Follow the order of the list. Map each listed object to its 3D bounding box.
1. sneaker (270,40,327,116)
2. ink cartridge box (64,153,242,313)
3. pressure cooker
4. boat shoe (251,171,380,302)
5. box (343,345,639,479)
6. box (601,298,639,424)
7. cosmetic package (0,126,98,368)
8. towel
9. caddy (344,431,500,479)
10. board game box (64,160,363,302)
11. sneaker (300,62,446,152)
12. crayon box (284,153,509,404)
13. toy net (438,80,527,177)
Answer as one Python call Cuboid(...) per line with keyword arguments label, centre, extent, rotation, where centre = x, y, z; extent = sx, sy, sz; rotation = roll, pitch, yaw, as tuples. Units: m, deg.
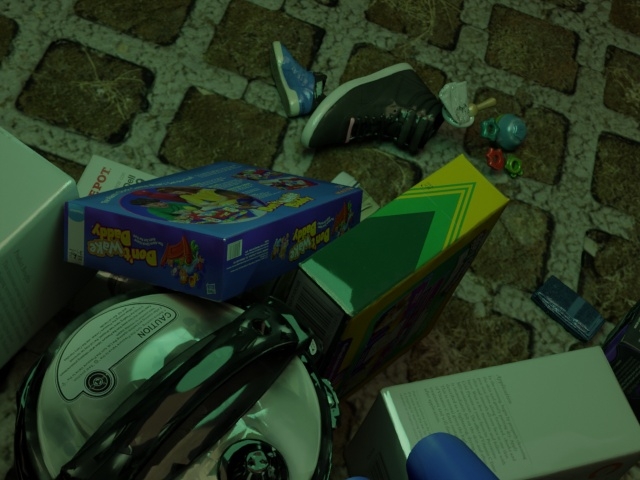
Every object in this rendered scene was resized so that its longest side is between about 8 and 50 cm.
Cuboid(label="sneaker", centre=(-0.035, -0.293, 1.929), extent=(0.085, 0.058, 0.152), rotation=(-11, 64, -16))
Cuboid(label="ink cartridge box", centre=(-0.248, 0.024, 1.609), extent=(0.289, 0.121, 0.211), rotation=(19, 53, -2))
Cuboid(label="pressure cooker", centre=(-0.173, 0.257, 1.283), extent=(0.376, 0.420, 0.369), rotation=(6, 56, -11))
Cuboid(label="boat shoe", centre=(0.000, 0.000, 1.709), extent=(0.094, 0.109, 0.302), rotation=(34, 51, 6))
Cuboid(label="box", centre=(0.236, 0.293, 1.503), extent=(0.345, 0.215, 0.168), rotation=(-7, 58, -21))
Cuboid(label="box", centre=(0.570, 0.225, 1.677), extent=(0.270, 0.165, 0.143), rotation=(36, 54, 9))
Cuboid(label="cosmetic package", centre=(-0.494, 0.094, 1.324), extent=(0.161, 0.230, 0.453), rotation=(35, 64, 16))
Cuboid(label="towel", centre=(0.413, 0.111, 1.796), extent=(0.119, 0.029, 0.067), rotation=(40, 54, 13))
Cuboid(label="caddy", centre=(0.134, 0.389, 1.240), extent=(0.241, 0.341, 0.179), rotation=(-25, 42, -14))
Cuboid(label="board game box", centre=(-0.127, -0.024, 1.404), extent=(0.233, 0.078, 0.347), rotation=(13, 18, 27))
Cuboid(label="sneaker", centre=(0.106, -0.206, 1.881), extent=(0.296, 0.104, 0.147), rotation=(-31, 64, -36))
Cuboid(label="crayon box", centre=(0.074, 0.086, 1.508), extent=(0.313, 0.363, 0.106), rotation=(-35, 71, -33))
Cuboid(label="toy net", centre=(0.279, -0.200, 1.917), extent=(0.232, 0.045, 0.122), rotation=(24, 78, -33))
